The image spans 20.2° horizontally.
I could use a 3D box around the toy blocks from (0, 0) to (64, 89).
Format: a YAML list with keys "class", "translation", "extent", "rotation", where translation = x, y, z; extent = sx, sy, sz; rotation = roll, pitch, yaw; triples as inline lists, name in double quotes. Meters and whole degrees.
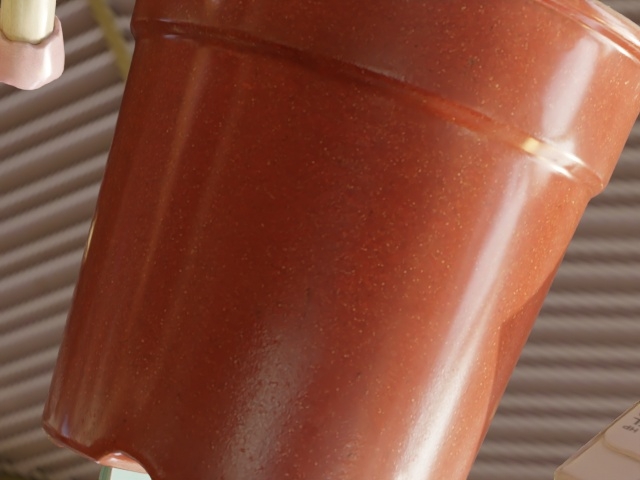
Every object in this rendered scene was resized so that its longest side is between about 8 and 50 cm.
- class: "toy blocks"
  translation: [-0.401, -0.164, 1.426]
  extent: [0.288, 0.309, 0.260]
  rotation: [47, -37, 27]

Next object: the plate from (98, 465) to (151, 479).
- class: "plate"
  translation: [-0.123, 0.187, 1.243]
  extent: [0.024, 0.188, 0.188]
  rotation: [3, -60, 16]

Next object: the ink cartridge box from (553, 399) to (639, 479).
- class: "ink cartridge box"
  translation: [0.245, 0.217, 1.037]
  extent: [0.171, 0.168, 0.232]
  rotation: [21, -54, 34]

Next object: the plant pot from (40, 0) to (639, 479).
- class: "plant pot"
  translation: [0.000, 0.000, 0.873]
  extent: [0.272, 0.272, 0.265]
  rotation: [18, -94, 9]
